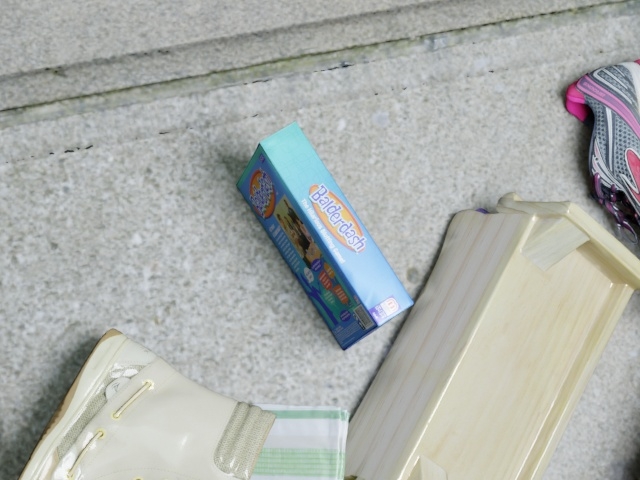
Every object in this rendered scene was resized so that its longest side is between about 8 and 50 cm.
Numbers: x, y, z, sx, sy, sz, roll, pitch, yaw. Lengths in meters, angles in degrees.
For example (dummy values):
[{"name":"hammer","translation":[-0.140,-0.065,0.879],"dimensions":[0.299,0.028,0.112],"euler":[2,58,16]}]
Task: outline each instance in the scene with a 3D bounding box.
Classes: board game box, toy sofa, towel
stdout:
[{"name":"board game box","translation":[0.000,0.000,1.489],"dimensions":[0.047,0.160,0.210],"euler":[-32,86,-16]},{"name":"toy sofa","translation":[0.170,0.140,1.515],"dimensions":[0.150,0.177,0.362],"euler":[37,72,-27]},{"name":"towel","translation":[-0.028,0.239,1.479],"dimensions":[0.113,0.023,0.152],"euler":[-1,77,27]}]

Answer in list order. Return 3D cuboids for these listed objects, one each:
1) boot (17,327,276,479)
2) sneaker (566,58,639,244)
[{"name":"boot","translation":[-0.176,0.239,1.432],"dimensions":[0.203,0.095,0.262],"euler":[27,68,1]},{"name":"sneaker","translation":[0.345,-0.049,1.595],"dimensions":[0.112,0.121,0.299],"euler":[-12,66,3]}]
